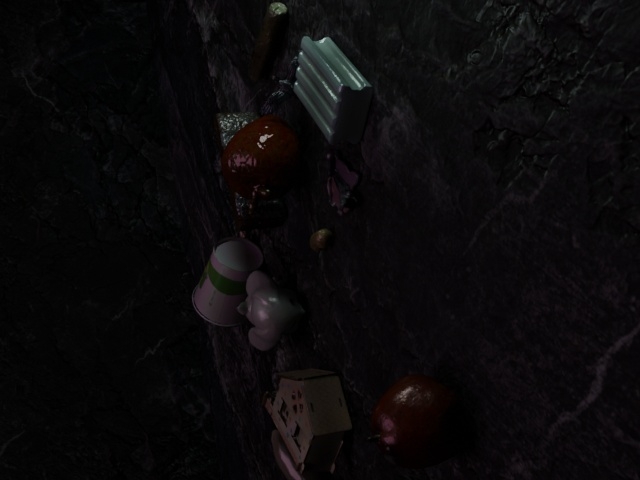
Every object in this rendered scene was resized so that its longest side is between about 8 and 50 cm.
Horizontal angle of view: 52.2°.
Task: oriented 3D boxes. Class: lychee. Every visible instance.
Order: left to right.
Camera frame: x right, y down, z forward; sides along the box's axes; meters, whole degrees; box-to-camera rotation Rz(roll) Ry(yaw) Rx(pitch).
[{"bbox_3d":[-0.173,-0.225,1.922,0.255,0.255,0.300,123,167,-57],"label":"lychee"}]

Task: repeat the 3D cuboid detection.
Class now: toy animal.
[{"bbox_3d":[-0.171,0.218,2.135,0.289,0.174,0.249,126,132,-60],"label":"toy animal"},{"bbox_3d":[-0.091,-0.436,1.850,0.220,0.108,0.062,-52,33,11],"label":"toy animal"}]

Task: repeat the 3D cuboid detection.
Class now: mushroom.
[{"bbox_3d":[-0.049,0.728,2.044,0.350,0.128,0.128,51,142,41],"label":"mushroom"}]

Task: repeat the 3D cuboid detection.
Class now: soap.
[{"bbox_3d":[0.025,-0.371,1.603,0.265,0.088,0.159,-119,31,-44],"label":"soap"}]

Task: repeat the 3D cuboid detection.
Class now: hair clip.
[{"bbox_3d":[0.054,-0.133,1.669,0.187,0.056,0.146,-112,25,-52],"label":"hair clip"}]

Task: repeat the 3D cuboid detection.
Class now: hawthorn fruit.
[{"bbox_3d":[0.181,0.367,1.300,0.185,0.202,0.185,44,142,48],"label":"hawthorn fruit"}]

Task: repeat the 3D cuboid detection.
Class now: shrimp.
[{"bbox_3d":[-0.286,-0.023,2.525,0.124,0.034,0.178,-20,79,64],"label":"shrimp"}]

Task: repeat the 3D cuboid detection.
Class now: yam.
[{"bbox_3d":[-0.169,-0.611,2.029,0.067,0.071,0.317,41,148,4],"label":"yam"}]

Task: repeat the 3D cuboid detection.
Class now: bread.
[{"bbox_3d":[-0.240,-0.239,2.180,0.113,0.165,0.416,128,130,-61],"label":"bread"}]

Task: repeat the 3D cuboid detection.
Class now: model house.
[{"bbox_3d":[-0.027,0.480,1.907,0.326,0.169,0.244,49,133,51],"label":"model house"}]

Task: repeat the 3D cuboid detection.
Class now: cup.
[{"bbox_3d":[-0.334,0.147,2.448,0.253,0.253,0.274,63,143,39],"label":"cup"}]

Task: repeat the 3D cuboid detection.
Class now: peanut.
[{"bbox_3d":[0.000,0.000,1.824,0.113,0.054,0.054,136,124,-66],"label":"peanut"}]
